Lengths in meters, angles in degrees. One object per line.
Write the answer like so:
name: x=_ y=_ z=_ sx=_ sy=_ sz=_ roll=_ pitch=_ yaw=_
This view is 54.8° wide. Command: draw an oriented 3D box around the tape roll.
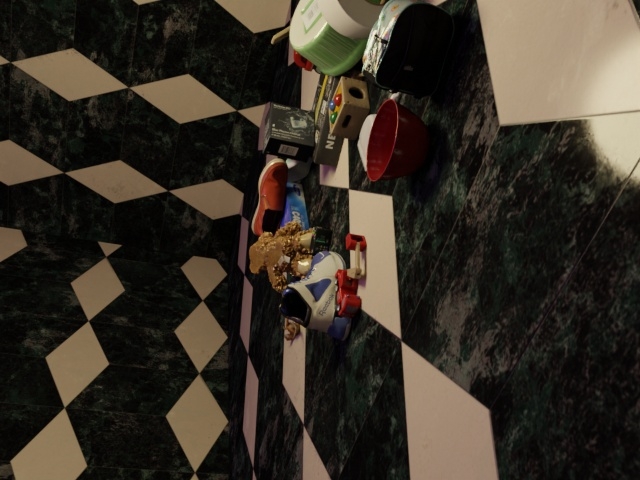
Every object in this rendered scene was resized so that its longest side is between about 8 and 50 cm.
tape roll: x=0.124 y=-0.637 z=1.536 sx=0.169 sy=0.246 sz=0.246 roll=-142 pitch=62 yaw=-74

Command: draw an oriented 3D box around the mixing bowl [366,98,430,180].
mixing bowl: x=0.177 y=-0.210 z=1.353 sx=0.181 sy=0.098 sz=0.181 roll=-170 pitch=90 yaw=-76

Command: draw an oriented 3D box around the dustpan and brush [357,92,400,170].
dustpan and brush: x=0.156 y=-0.300 z=1.599 sx=0.147 sy=0.060 sz=0.211 roll=-100 pitch=18 yaw=-49

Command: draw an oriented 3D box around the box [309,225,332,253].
box: x=0.000 y=0.000 z=1.975 sx=0.062 sy=0.052 sz=0.083 roll=-144 pitch=64 yaw=-75

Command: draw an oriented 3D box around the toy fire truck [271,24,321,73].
toy fire truck: x=-0.065 y=-0.735 z=2.293 sx=0.217 sy=0.247 sz=0.158 roll=121 pitch=154 yaw=-54

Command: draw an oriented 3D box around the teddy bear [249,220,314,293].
teddy bear: x=-0.110 y=0.052 z=2.146 sx=0.338 sy=0.113 sz=0.245 roll=-27 pitch=70 yaw=45

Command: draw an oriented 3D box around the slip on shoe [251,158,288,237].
slip on shoe: x=-0.182 y=-0.154 z=2.377 sx=0.101 sy=0.123 sz=0.331 roll=39 pitch=120 yaw=47

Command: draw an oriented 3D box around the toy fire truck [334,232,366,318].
toy fire truck: x=0.082 y=0.092 z=1.621 sx=0.135 sy=0.047 sz=0.192 roll=117 pitch=157 yaw=-45

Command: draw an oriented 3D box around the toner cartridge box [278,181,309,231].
toner cartridge box: x=-0.111 y=-0.067 z=2.389 sx=0.347 sy=0.075 sz=0.165 roll=-101 pitch=26 yaw=-52

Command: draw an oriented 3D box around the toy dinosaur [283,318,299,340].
toy dinosaur: x=-0.092 y=0.300 z=2.152 sx=0.211 sy=0.064 sz=0.112 roll=114 pitch=144 yaw=-70

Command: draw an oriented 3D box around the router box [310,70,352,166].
router box: x=0.029 y=-0.428 z=2.075 sx=0.243 sy=0.081 sz=0.308 roll=-115 pitch=37 yaw=-66

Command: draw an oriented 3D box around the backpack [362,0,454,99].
backpack: x=0.187 y=-0.418 z=1.314 sx=0.144 sy=0.166 sz=0.188 roll=-117 pitch=40 yaw=-51

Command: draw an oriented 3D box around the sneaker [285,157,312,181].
sneaker: x=-0.083 y=-0.346 z=2.415 sx=0.256 sy=0.094 sz=0.151 roll=-47 pitch=41 yaw=48

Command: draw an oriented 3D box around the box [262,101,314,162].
box: x=-0.105 y=-0.362 z=2.066 sx=0.093 sy=0.156 sz=0.158 roll=121 pitch=154 yaw=-53

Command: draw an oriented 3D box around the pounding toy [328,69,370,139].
pounding toy: x=0.085 y=-0.442 z=1.848 sx=0.181 sy=0.094 sz=0.206 roll=116 pitch=157 yaw=-48

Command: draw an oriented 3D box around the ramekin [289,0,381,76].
ramekin: x=0.039 y=-0.667 z=1.866 sx=0.303 sy=0.148 sz=0.303 roll=-32 pitch=47 yaw=43

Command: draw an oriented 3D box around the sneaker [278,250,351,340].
sneaker: x=-0.024 y=0.137 z=1.727 sx=0.315 sy=0.182 sz=0.127 roll=-101 pitch=26 yaw=-53
